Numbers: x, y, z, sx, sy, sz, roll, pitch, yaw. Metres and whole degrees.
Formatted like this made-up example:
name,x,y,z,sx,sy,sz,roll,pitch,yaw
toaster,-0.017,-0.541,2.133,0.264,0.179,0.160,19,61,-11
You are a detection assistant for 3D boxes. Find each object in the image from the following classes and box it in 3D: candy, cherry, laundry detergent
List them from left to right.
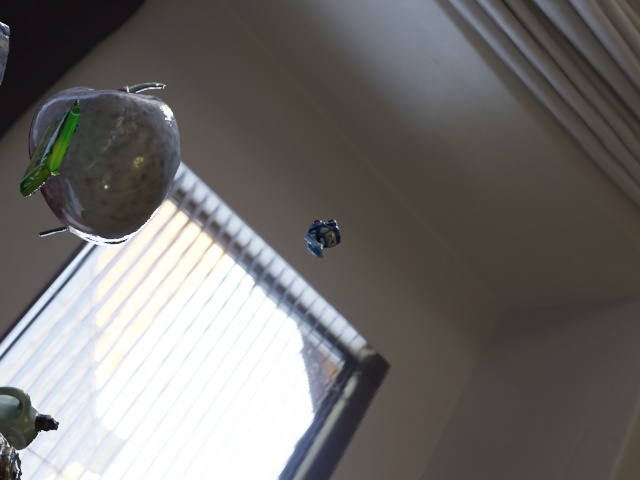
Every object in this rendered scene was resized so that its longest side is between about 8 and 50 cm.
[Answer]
name,x,y,z,sx,sy,sz,roll,pitch,yaw
laundry detergent,-0.857,0.482,2.170,0.280,0.215,0.105,0,-150,5
candy,-0.477,-0.165,1.411,0.102,0.032,0.178,-25,-138,33
cherry,-0.437,-0.170,1.662,0.326,0.335,0.291,-20,172,22

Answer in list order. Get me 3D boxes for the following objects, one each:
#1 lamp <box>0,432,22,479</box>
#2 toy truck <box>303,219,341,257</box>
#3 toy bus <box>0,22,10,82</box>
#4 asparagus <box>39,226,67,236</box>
name,x,y,z,sx,sy,sz,roll,pitch,yaw
lamp,-0.730,0.462,1.551,0.274,0.177,0.177,-2,-156,-4
toy truck,0.000,0.000,1.688,0.073,0.056,0.090,1,-146,26
toy bus,-0.723,-0.324,1.465,0.317,0.138,0.112,-8,171,21
asparagus,-0.739,-0.032,2.272,0.127,0.018,0.015,-12,-130,2
